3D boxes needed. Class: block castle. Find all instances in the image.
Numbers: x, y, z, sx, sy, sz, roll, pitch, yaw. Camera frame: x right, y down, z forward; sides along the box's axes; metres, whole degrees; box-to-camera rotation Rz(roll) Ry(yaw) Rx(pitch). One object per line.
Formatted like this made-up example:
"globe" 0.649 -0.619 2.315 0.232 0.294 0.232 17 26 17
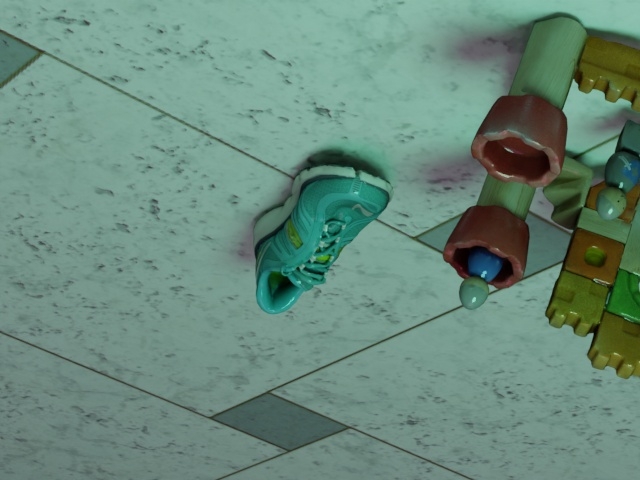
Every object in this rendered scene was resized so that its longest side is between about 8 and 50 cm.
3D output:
"block castle" 0.356 -0.001 1.729 0.453 0.213 0.303 19 152 5

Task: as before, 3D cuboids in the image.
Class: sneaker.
"sneaker" 0.000 0.000 2.011 0.107 0.110 0.275 18 149 -16
